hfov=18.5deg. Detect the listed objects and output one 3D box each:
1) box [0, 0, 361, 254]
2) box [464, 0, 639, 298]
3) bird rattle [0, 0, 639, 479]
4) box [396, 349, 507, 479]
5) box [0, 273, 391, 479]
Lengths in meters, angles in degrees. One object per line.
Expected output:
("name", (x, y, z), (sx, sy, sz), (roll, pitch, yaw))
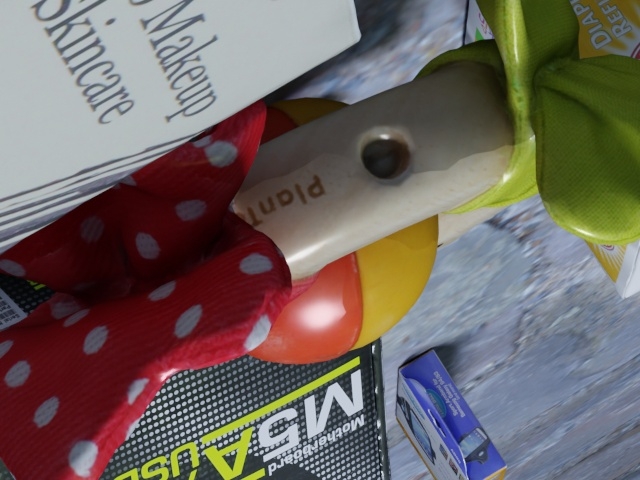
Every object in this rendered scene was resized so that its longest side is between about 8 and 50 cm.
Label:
("box", (-0.133, -0.023, 0.367), (0.275, 0.094, 0.113), (-31, 163, -2))
("box", (0.165, -0.085, 0.691), (0.203, 0.114, 0.103), (-29, 163, -7))
("bird rattle", (0.000, 0.000, 0.563), (0.253, 0.143, 0.207), (-34, 174, -19))
("box", (0.076, 0.116, 1.157), (0.028, 0.081, 0.136), (-29, 164, -10))
("box", (-0.063, 0.074, 0.714), (0.191, 0.045, 0.184), (-24, 129, -25))
